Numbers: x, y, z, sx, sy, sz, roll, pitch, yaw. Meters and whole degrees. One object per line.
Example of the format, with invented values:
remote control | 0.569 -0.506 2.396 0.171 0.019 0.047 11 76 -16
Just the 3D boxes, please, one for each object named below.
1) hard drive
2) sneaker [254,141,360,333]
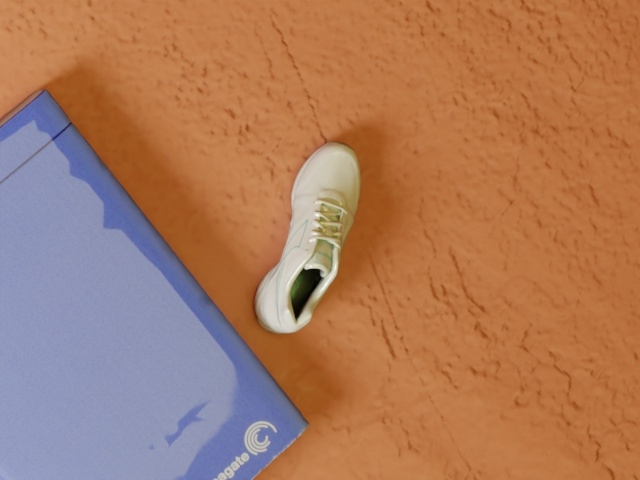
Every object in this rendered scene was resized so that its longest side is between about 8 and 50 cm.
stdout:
hard drive | -0.181 0.082 1.363 0.210 0.040 0.319 -41 106 -14
sneaker | 0.000 0.000 1.417 0.053 0.061 0.152 20 85 -19
